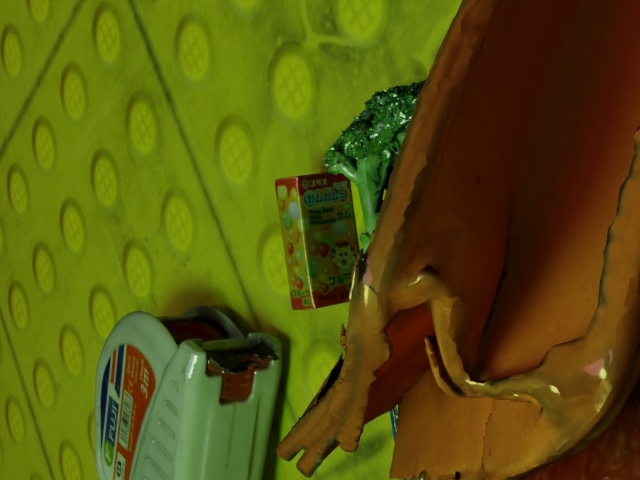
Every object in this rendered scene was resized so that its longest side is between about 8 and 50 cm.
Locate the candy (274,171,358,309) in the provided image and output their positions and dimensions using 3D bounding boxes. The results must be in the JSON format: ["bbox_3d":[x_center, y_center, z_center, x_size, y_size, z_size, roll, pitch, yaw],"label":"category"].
[{"bbox_3d":[0.000,0.000,1.044,0.038,0.062,0.122,-4,94,52],"label":"candy"}]

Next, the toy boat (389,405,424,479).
[{"bbox_3d":[0.094,0.164,0.967,0.080,0.046,0.229,-11,90,53],"label":"toy boat"}]

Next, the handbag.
[{"bbox_3d":[0.108,-0.073,0.593,0.303,0.116,0.410,108,-176,-68],"label":"handbag"}]

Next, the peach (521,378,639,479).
[{"bbox_3d":[0.257,0.184,0.545,0.290,0.373,0.372,-59,-41,-90],"label":"peach"}]

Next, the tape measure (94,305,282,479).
[{"bbox_3d":[-0.144,0.193,1.234,0.265,0.130,0.258,32,120,52],"label":"tape measure"}]

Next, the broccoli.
[{"bbox_3d":[0.095,-0.032,0.835,0.195,0.195,0.156,17,79,51],"label":"broccoli"}]
